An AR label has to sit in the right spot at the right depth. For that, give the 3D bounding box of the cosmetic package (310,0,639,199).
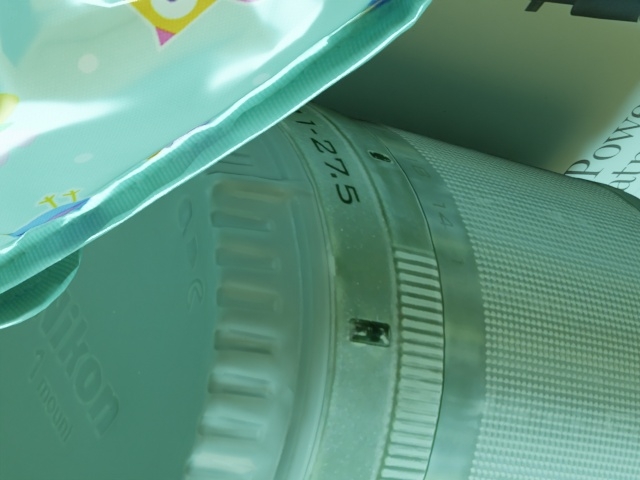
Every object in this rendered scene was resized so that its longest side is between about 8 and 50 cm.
[{"bbox_3d":[0.101,-0.131,0.718,0.284,0.097,0.377,3,147,-25],"label":"cosmetic package"}]

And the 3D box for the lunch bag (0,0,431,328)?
[{"bbox_3d":[-0.124,-0.098,0.470,0.262,0.223,0.160,-36,146,27],"label":"lunch bag"}]

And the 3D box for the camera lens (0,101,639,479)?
[{"bbox_3d":[0.015,0.064,0.696,0.274,0.219,0.219,12,140,-36],"label":"camera lens"}]
